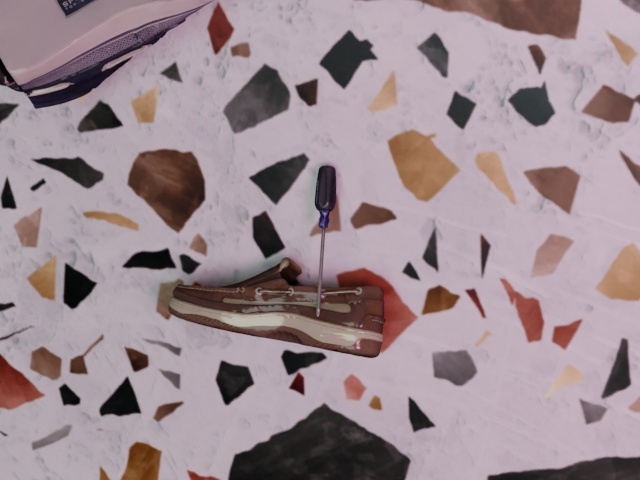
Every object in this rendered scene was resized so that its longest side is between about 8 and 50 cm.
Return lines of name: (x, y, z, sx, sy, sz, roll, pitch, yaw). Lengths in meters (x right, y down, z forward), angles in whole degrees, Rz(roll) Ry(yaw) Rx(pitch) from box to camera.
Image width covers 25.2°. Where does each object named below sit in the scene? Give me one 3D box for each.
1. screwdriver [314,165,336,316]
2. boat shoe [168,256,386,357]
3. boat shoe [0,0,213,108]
screwdriver: (0.000, 0.000, 1.587, 0.025, 0.024, 0.169, 1, 82, 43)
boat shoe: (-0.046, 0.067, 1.635, 0.258, 0.095, 0.095, 10, 85, 15)
boat shoe: (-0.210, -0.260, 1.561, 0.341, 0.158, 0.127, -25, 81, -4)
